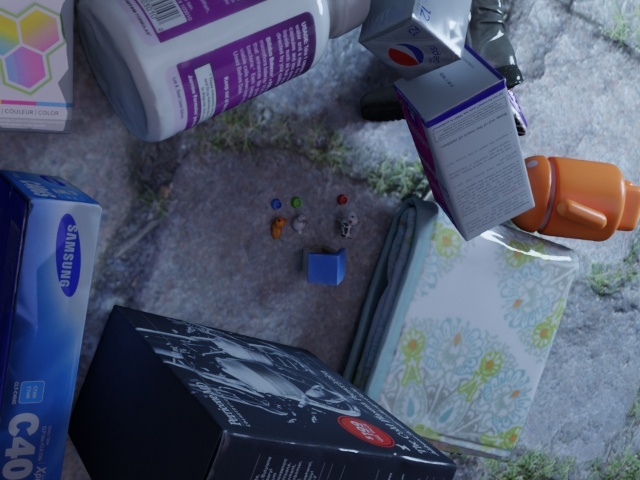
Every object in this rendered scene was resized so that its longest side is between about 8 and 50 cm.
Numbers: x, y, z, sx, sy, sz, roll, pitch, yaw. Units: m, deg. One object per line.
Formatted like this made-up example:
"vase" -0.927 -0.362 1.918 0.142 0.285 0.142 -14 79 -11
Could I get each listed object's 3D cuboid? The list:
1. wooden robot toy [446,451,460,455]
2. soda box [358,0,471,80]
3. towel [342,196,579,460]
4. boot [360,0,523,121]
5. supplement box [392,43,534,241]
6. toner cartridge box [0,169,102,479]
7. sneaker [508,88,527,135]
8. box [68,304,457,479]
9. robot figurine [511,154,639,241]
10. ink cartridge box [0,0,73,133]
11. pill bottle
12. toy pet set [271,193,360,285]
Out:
"wooden robot toy" 0.159 0.357 1.259 0.173 0.076 0.079 -31 83 -21
"soda box" 0.133 -0.351 0.945 0.098 0.091 0.286 27 65 -35
"towel" 0.212 0.150 1.176 0.320 0.090 0.375 16 95 -26
"boot" 0.154 -0.265 1.059 0.246 0.083 0.161 -16 90 -9
"supplement box" 0.193 -0.124 1.000 0.113 0.111 0.220 -29 131 1
"toner cartridge box" -0.315 0.111 0.808 0.075 0.165 0.348 5 102 -35
"sneaker" 0.278 -0.230 1.151 0.071 0.068 0.170 -49 123 -19
"box" -0.082 0.241 0.886 0.312 0.343 0.179 18 95 -36
"robot figurine" 0.387 -0.067 1.189 0.219 0.158 0.128 7 146 -1
"ink cartridge box" -0.314 -0.218 0.775 0.108 0.062 0.209 -2 104 -31
"pill bottle" -0.098 -0.243 0.843 0.301 0.169 0.169 -30 118 -22
"toy pet set" 0.000 0.000 1.038 0.122 0.065 0.114 -7 107 -30
